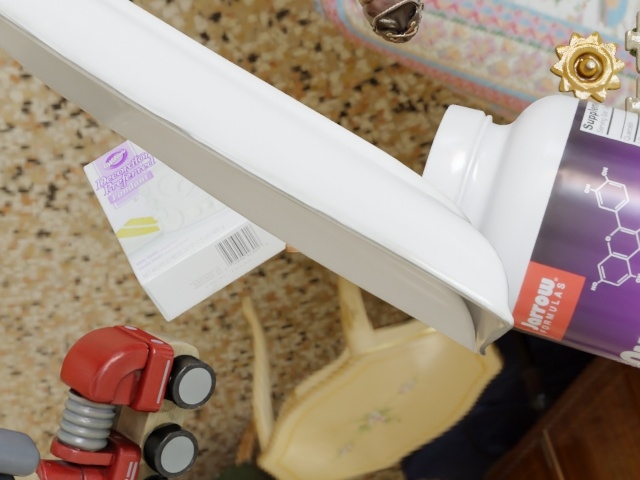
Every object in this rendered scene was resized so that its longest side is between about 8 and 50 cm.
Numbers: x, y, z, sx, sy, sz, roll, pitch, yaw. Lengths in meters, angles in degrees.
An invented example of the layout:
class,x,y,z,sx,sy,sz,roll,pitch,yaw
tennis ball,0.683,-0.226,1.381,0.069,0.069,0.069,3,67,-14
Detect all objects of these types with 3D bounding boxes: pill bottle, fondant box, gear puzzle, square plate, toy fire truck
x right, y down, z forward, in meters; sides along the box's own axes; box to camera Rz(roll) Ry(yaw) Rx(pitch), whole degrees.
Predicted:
class,x,y,z,sx,sy,sz,roll,pitch,yaw
pill bottle,0.235,0.001,0.776,0.323,0.181,0.181,16,147,11
fondant box,-0.203,-0.061,1.613,0.238,0.330,0.096,-32,133,-4
gear puzzle,0.431,-0.180,1.226,0.339,0.175,0.044,3,172,-5
square plate,-0.036,-0.044,0.627,0.049,0.344,0.347,-58,170,-4
toy fire truck,-0.273,0.196,1.153,0.246,0.159,0.217,13,94,-42

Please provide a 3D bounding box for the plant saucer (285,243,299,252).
class,x,y,z,sx,sy,sz,roll,pitch,yaw
plant saucer,0.000,0.000,1.222,0.084,0.013,0.083,-7,-172,1

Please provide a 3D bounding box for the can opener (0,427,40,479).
class,x,y,z,sx,sy,sz,roll,pitch,yaw
can opener,-0.342,0.184,0.845,0.076,0.095,0.283,-52,141,8

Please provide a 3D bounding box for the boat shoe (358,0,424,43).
class,x,y,z,sx,sy,sz,roll,pitch,yaw
boat shoe,0.095,-0.278,1.286,0.073,0.073,0.207,-22,-174,13
